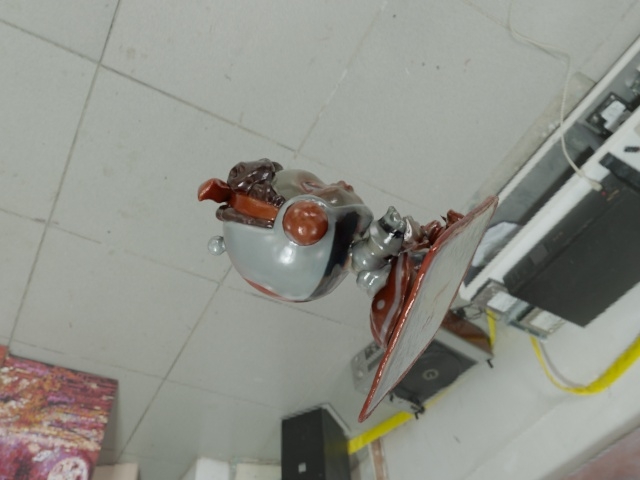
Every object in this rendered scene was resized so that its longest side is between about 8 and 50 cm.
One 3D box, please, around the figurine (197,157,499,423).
[{"bbox_3d":[0.000,0.000,0.482,0.226,0.183,0.160,28,116,21],"label":"figurine"}]
